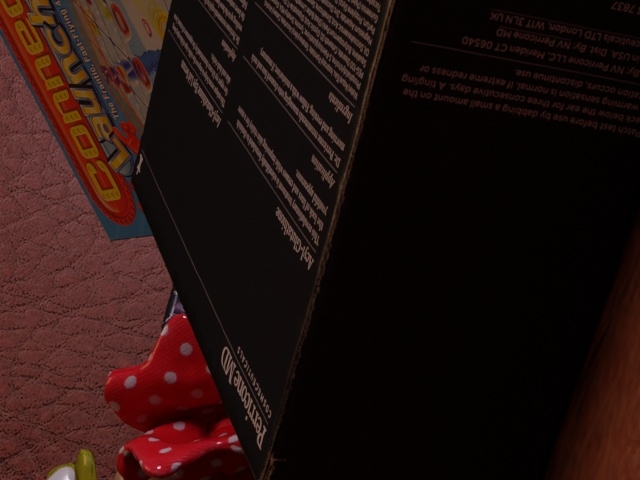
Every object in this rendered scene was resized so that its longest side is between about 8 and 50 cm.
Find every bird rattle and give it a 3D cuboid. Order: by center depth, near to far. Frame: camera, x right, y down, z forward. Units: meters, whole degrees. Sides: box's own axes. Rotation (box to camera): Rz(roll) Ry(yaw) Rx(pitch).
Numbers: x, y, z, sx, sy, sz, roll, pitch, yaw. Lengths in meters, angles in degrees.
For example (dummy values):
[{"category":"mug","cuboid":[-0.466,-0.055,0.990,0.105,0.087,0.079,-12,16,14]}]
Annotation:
[{"category":"bird rattle","cuboid":[-0.079,0.153,0.927,0.253,0.207,0.143,-56,46,30]}]

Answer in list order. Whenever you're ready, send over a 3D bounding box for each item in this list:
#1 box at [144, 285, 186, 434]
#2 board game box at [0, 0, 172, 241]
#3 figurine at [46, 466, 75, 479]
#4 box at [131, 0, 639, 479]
[{"category":"box","cuboid":[-0.079,0.109,1.350,0.247,0.163,0.142,108,176,-54]},{"category":"board game box","cuboid":[-0.104,-0.158,0.894,0.086,0.308,0.302,-36,18,-34]},{"category":"figurine","cuboid":[-0.162,0.246,0.681,0.209,0.092,0.215,-76,3,-51]},{"category":"box","cuboid":[0.011,-0.051,0.504,0.261,0.103,0.184,-124,48,-61]}]
